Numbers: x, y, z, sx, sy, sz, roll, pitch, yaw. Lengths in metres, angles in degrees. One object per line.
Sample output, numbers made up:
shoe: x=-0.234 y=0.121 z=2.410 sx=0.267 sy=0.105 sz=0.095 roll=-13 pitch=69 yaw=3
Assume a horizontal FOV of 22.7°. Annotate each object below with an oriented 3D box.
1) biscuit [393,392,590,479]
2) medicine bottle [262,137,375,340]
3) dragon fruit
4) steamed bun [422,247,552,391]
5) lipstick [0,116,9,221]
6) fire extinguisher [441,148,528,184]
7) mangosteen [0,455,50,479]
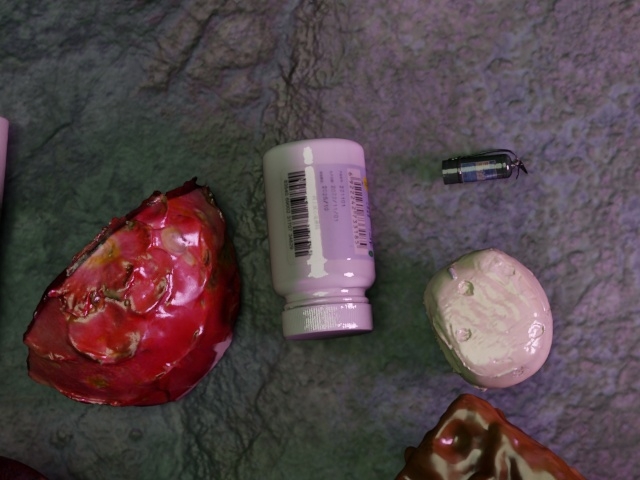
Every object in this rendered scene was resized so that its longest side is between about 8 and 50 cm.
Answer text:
biscuit: x=0.186 y=0.373 z=1.428 sx=0.395 sy=0.166 sz=0.343 roll=39 pitch=90 yaw=13
medicine bottle: x=0.000 y=0.000 z=1.551 sx=0.102 sy=0.103 sz=0.187 roll=-7 pitch=80 yaw=11
dragon fruit: x=-0.172 y=0.065 z=1.569 sx=0.189 sy=0.163 sz=0.262 roll=37 pitch=91 yaw=-13
steamed bun: x=0.163 y=0.076 z=1.512 sx=0.112 sy=0.091 sz=0.130 roll=-29 pitch=76 yaw=1
lipstick: x=-0.368 y=-0.003 z=1.647 sx=0.070 sy=0.070 sz=0.254 roll=3 pitch=83 yaw=12
fire extinguisher: x=0.162 y=-0.074 z=1.567 sx=0.083 sy=0.025 sz=0.038 roll=-5 pitch=58 yaw=12
mangosteen: x=-0.355 y=0.338 z=1.548 sx=0.289 sy=0.231 sz=0.231 roll=-44 pitch=72 yaw=44
